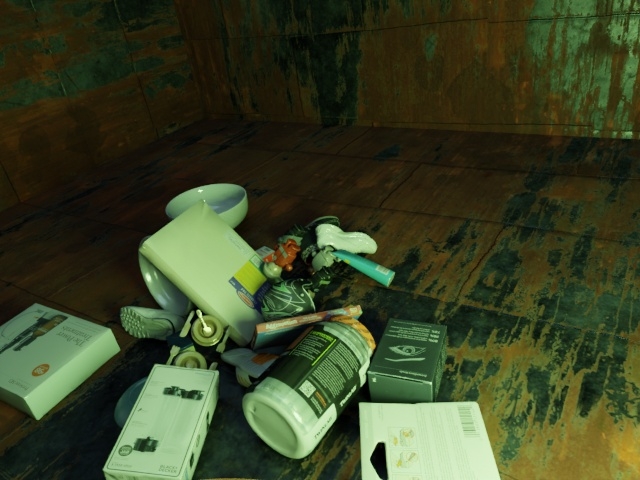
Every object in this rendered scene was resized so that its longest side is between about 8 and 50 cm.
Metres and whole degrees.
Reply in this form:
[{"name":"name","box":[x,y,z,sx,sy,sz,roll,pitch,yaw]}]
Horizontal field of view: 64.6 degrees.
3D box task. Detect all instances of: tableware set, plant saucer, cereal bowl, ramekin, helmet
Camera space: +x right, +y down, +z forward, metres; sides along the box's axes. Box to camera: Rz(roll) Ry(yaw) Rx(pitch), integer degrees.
[{"name":"tableware set","box":[-0.324,0.284,1.346,0.128,0.039,0.194,22,62,-4]},{"name":"plant saucer","box":[-0.440,0.403,1.308,0.194,0.038,0.195,-8,30,4]},{"name":"cereal bowl","box":[-0.456,-0.106,2.096,0.338,0.141,0.339,-7,30,4]},{"name":"ramekin","box":[-0.448,0.095,1.622,0.277,0.277,0.135,18,31,39]},{"name":"helmet","box":[-0.087,0.192,1.454,0.169,0.170,0.161,-1,16,14]}]

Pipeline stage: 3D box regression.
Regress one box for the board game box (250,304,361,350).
[{"name":"board game box","box":[-0.040,0.234,1.348,0.281,0.145,0.027,-8,63,-18]}]

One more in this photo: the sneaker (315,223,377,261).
[{"name":"sneaker","box":[0.085,0.026,1.752,0.232,0.090,0.115,13,65,-15]}]

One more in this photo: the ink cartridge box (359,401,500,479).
[{"name":"ink cartridge box","box":[0.209,0.451,0.996,0.261,0.066,0.296,-1,30,4]}]

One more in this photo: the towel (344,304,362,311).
[{"name":"towel","box":[0.077,0.220,1.509,0.083,0.009,0.060,-24,34,-25]}]

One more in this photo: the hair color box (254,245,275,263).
[{"name":"hair color box","box":[-0.232,0.077,1.813,0.141,0.043,0.072,-31,36,-31]}]

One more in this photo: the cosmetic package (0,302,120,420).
[{"name":"cosmetic package","box":[-0.830,0.335,1.481,0.377,0.098,0.284,9,37,29]}]

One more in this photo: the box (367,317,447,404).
[{"name":"box","box":[0.216,0.300,1.232,0.153,0.108,0.207,5,33,23]}]

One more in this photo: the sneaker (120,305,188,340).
[{"name":"sneaker","box":[-0.521,0.248,1.572,0.235,0.090,0.095,11,22,25]}]

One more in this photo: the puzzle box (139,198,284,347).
[{"name":"puzzle box","box":[-0.300,0.091,1.514,0.052,0.409,0.272,-40,6,39]}]

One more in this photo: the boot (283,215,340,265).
[{"name":"boot","box":[-0.001,0.002,1.848,0.236,0.085,0.178,-21,36,-21]}]

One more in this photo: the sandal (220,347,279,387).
[{"name":"sandal","box":[-0.177,0.339,1.323,0.101,0.076,0.265,-11,5,-32]}]

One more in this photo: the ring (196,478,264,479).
[{"name":"ring","box":[-0.150,0.479,0.903,0.336,0.032,0.336,4,-13,1]}]

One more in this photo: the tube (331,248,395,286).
[{"name":"tube","box":[0.137,0.078,1.628,0.207,0.052,0.080,28,12,18]}]

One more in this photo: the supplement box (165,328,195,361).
[{"name":"supplement box","box":[-0.383,0.309,1.408,0.056,0.083,0.083,-23,32,-23]}]

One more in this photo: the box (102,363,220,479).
[{"name":"box","box":[-0.345,0.425,1.153,0.169,0.087,0.290,4,34,3]}]

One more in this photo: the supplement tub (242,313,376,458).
[{"name":"supplement tub","box":[-0.013,0.321,1.173,0.193,0.194,0.316,14,37,35]}]

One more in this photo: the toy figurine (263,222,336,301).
[{"name":"toy figurine","box":[-0.063,0.073,1.610,0.213,0.148,0.209,36,23,-12]}]
